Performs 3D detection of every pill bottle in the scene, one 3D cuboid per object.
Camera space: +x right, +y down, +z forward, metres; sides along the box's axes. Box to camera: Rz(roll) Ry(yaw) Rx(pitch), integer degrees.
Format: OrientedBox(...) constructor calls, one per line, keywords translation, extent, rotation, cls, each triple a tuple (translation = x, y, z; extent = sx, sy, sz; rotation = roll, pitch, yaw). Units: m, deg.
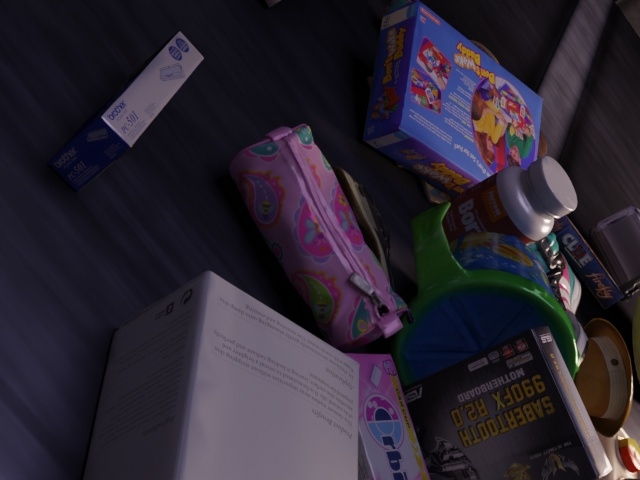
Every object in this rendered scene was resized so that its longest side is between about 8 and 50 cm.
OrientedBox(translation=(0.274, -0.038, 1.480), extent=(0.121, 0.216, 0.121), rotation=(32, 41, -33), cls="pill bottle")

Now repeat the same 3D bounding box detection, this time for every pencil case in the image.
OrientedBox(translation=(0.000, 0.000, 1.183), extent=(0.124, 0.124, 0.284), rotation=(-20, 80, -56), cls="pencil case")

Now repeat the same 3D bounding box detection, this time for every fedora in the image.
OrientedBox(translation=(0.433, 0.222, 1.573), extent=(0.079, 0.194, 0.194), rotation=(0, 57, -10), cls="fedora")

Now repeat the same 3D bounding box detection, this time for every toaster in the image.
OrientedBox(translation=(0.607, 0.026, 1.906), extent=(0.146, 0.129, 0.227), rotation=(64, 11, 16), cls="toaster")

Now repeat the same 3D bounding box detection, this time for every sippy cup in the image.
OrientedBox(translation=(0.224, 0.103, 1.319), extent=(0.240, 0.305, 0.224), rotation=(9, 28, 6), cls="sippy cup")

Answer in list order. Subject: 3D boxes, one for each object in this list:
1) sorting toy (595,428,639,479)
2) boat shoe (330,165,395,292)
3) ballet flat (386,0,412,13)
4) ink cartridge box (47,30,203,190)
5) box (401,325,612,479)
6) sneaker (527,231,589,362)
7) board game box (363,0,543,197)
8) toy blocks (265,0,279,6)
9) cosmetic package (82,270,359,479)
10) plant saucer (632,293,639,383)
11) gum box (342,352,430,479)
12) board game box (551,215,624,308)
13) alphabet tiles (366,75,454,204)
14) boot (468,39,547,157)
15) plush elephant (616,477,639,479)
OrientedBox(translation=(0.531, 0.414, 1.615), extent=(0.208, 0.038, 0.193), rotation=(45, 36, -19), cls="sorting toy")
OrientedBox(translation=(0.061, 0.001, 1.299), extent=(0.073, 0.080, 0.223), rotation=(5, 55, -44), cls="boat shoe")
OrientedBox(translation=(0.188, -0.330, 1.721), extent=(0.221, 0.077, 0.079), rotation=(60, 14, 3), cls="ballet flat")
OrientedBox(translation=(-0.207, -0.144, 1.053), extent=(0.046, 0.097, 0.207), rotation=(46, 35, -17), cls="ink cartridge box")
OrientedBox(translation=(0.203, 0.230, 1.165), extent=(0.056, 0.231, 0.183), rotation=(0, 65, -56), cls="box")
OrientedBox(translation=(0.346, 0.080, 1.559), extent=(0.178, 0.124, 0.295), rotation=(52, 26, -18), cls="sneaker")
OrientedBox(translation=(0.229, -0.202, 1.597), extent=(0.347, 0.078, 0.233), rotation=(28, 63, -38), cls="board game box")
OrientedBox(translation=(0.007, -0.560, 1.464), extent=(0.260, 0.309, 0.288), rotation=(58, 33, -12), cls="toy blocks")
OrientedBox(translation=(-0.088, 0.248, 0.848), extent=(0.217, 0.156, 0.385), rotation=(36, 41, -30), cls="cosmetic package")
OrientedBox(translation=(0.664, 0.212, 1.880), extent=(0.241, 0.037, 0.241), rotation=(16, 70, -52), cls="plant saucer")
OrientedBox(translation=(0.056, 0.229, 1.128), extent=(0.107, 0.062, 0.188), rotation=(9, 57, -48), cls="gum box")
OrientedBox(translation=(0.463, 0.010, 1.769), extent=(0.165, 0.042, 0.243), rotation=(51, 13, -12), cls="board game box")
OrientedBox(translation=(0.212, -0.177, 1.695), extent=(0.342, 0.011, 0.285), rotation=(9, 57, -49), cls="alphabet tiles")
OrientedBox(translation=(0.358, -0.271, 1.921), extent=(0.248, 0.090, 0.207), rotation=(63, 22, 10), cls="boot")
OrientedBox(translation=(0.451, 0.436, 1.306), extent=(0.330, 0.272, 0.255), rotation=(-100, 167, -77), cls="plush elephant")
